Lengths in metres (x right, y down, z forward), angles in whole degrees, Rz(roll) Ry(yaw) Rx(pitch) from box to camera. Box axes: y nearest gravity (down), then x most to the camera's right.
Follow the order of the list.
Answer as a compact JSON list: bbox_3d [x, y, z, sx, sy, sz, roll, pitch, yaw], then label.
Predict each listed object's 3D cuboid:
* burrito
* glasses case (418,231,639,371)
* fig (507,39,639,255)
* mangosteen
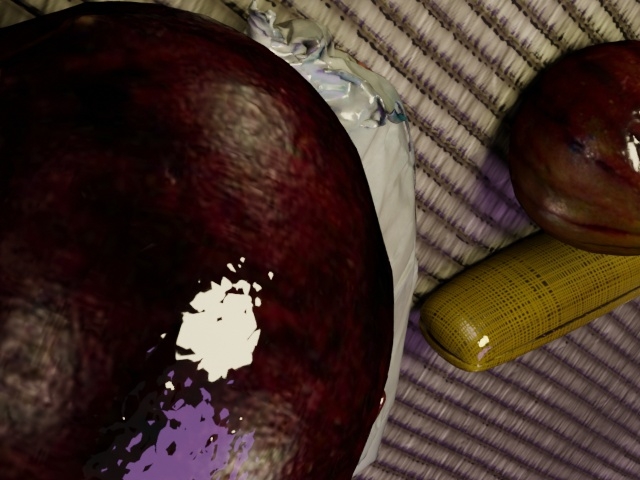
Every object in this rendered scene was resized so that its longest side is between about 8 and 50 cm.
[{"bbox_3d":[0.000,0.000,1.023,0.139,0.101,0.445,-50,155,-27],"label":"burrito"},{"bbox_3d":[0.178,0.030,1.292,0.234,0.079,0.064,-23,138,-28],"label":"glasses case"},{"bbox_3d":[0.207,-0.055,1.136,0.149,0.202,0.148,23,101,-19],"label":"fig"},{"bbox_3d":[-0.137,0.028,0.757,0.347,0.307,0.307,25,114,-26],"label":"mangosteen"}]
